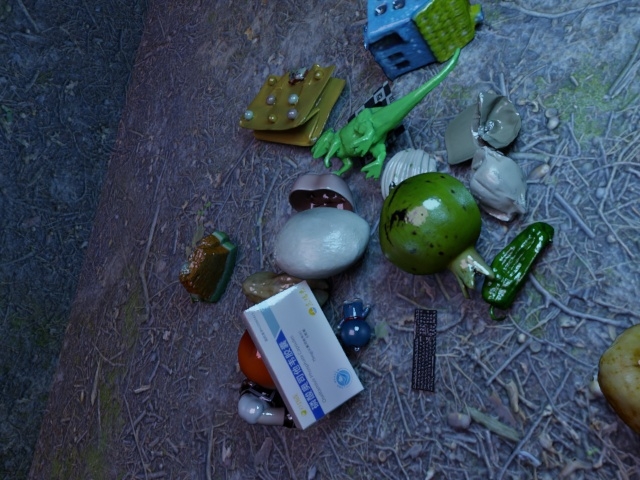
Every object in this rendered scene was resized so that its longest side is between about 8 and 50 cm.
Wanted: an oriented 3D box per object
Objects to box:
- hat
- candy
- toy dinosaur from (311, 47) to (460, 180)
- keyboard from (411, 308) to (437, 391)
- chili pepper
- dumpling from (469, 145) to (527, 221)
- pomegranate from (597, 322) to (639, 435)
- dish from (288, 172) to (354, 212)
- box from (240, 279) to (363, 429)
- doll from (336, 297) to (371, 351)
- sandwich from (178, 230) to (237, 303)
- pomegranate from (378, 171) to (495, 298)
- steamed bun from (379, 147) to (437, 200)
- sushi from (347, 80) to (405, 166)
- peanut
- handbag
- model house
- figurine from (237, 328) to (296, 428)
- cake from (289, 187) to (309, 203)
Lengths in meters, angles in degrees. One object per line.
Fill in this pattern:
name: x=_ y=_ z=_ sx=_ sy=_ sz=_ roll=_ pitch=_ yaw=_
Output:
hat: x=0.430 y=-0.280 z=1.105 sx=0.173 sy=0.144 sz=0.166 roll=123 pitch=145 yaw=-69
candy: x=0.000 y=0.000 z=1.198 sx=0.295 sy=0.295 sz=0.185 roll=-4 pitch=116 yaw=36
toy dinosaur: x=0.173 y=-0.376 z=1.237 sx=0.500 sy=0.144 sz=0.375 roll=-45 pitch=29 yaw=18
keyboard: x=0.269 y=0.282 z=1.071 sx=0.061 sy=0.013 sz=0.205 roll=-3 pitch=74 yaw=35
chili pepper: x=0.454 y=0.065 z=0.963 sx=0.100 sy=0.074 sz=0.257 roll=33 pitch=96 yaw=39
dumpling: x=0.431 y=-0.131 z=1.018 sx=0.199 sy=0.118 sz=0.136 roll=66 pitch=155 yaw=22
pomegranate: x=0.614 y=0.240 z=0.693 sx=0.248 sy=0.248 sz=0.248 roll=-12 pitch=69 yaw=33
dish: x=0.005 y=-0.152 z=1.290 sx=0.213 sy=0.213 sz=0.091 roll=-7 pitch=64 yaw=35
box: x=-0.053 y=0.303 z=1.124 sx=0.344 sy=0.200 sz=0.065 roll=61 pitch=157 yaw=8
doll: x=0.098 y=0.242 z=1.172 sx=0.114 sy=0.085 sz=0.152 roll=-18 pitch=55 yaw=19
sandwich: x=-0.414 y=0.102 z=1.526 sx=0.109 sy=0.212 sz=0.292 roll=25 pitch=78 yaw=24
pomegranate: x=0.284 y=-0.013 z=1.016 sx=0.260 sy=0.260 sz=0.341 roll=-45 pitch=59 yaw=17
steamed bun: x=0.247 y=-0.179 z=1.172 sx=0.182 sy=0.106 sz=0.183 roll=-11 pitch=71 yaw=35
sushi: x=0.186 y=-0.358 z=1.306 sx=0.192 sy=0.050 sz=0.215 roll=-38 pitch=52 yaw=40
peanut: x=-0.120 y=0.159 z=1.317 sx=0.313 sy=0.149 sz=0.149 roll=0 pitch=76 yaw=37
handbag: x=-0.116 y=-0.507 z=1.514 sx=0.400 sy=0.133 sz=0.283 roll=18 pitch=76 yaw=46
model house: x=0.299 y=-0.648 z=1.198 sx=0.303 sy=0.237 sz=0.216 roll=-9 pitch=73 yaw=33
figurine: x=-0.152 y=0.376 z=1.238 sx=0.320 sy=0.196 sz=0.323 roll=9 pitch=92 yaw=37
cake: x=-0.052 y=-0.163 z=1.424 sx=0.121 sy=0.052 sz=0.065 roll=36 pitch=104 yaw=39
